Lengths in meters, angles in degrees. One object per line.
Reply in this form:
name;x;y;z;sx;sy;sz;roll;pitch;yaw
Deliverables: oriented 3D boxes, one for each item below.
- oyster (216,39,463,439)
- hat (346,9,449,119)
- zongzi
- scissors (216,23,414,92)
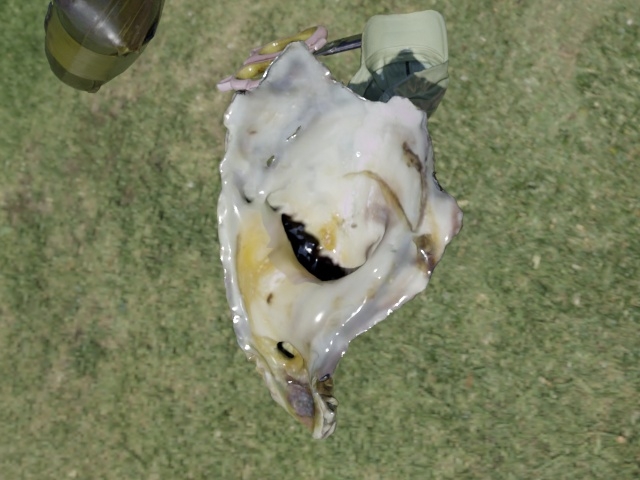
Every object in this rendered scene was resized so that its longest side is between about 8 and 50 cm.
oyster;0.006;-0.002;0.779;0.271;0.100;0.275;-41;73;35
hat;0.086;-0.191;1.067;0.122;0.081;0.166;-4;65;6
zongzi;-0.297;-0.396;1.427;0.317;0.154;0.289;-63;19;-18
scissors;-0.004;-0.244;1.213;0.318;0.024;0.160;-2;38;44
